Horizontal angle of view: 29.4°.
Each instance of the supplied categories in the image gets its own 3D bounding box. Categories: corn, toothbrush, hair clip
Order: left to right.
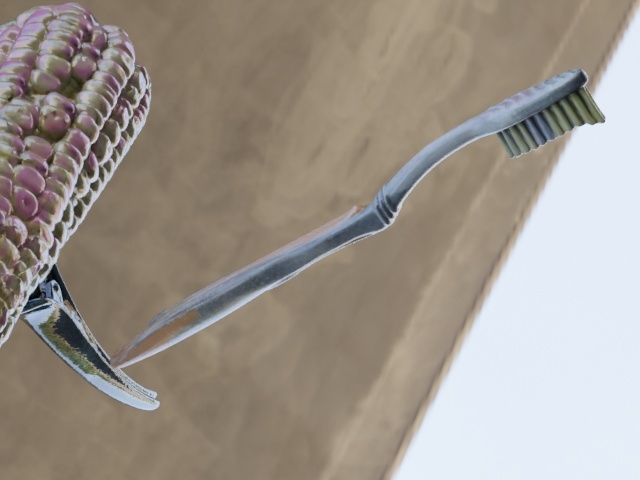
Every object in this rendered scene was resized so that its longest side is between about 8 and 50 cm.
[{"bbox_3d":[-0.203,-0.045,0.802,0.335,0.127,0.126,-78,-28,-53],"label":"corn"},{"bbox_3d":[-0.194,0.095,1.022,0.229,0.039,0.070,62,-164,-47],"label":"hair clip"},{"bbox_3d":[0.000,0.000,0.727,0.037,0.375,0.028,54,-149,-12],"label":"toothbrush"}]
